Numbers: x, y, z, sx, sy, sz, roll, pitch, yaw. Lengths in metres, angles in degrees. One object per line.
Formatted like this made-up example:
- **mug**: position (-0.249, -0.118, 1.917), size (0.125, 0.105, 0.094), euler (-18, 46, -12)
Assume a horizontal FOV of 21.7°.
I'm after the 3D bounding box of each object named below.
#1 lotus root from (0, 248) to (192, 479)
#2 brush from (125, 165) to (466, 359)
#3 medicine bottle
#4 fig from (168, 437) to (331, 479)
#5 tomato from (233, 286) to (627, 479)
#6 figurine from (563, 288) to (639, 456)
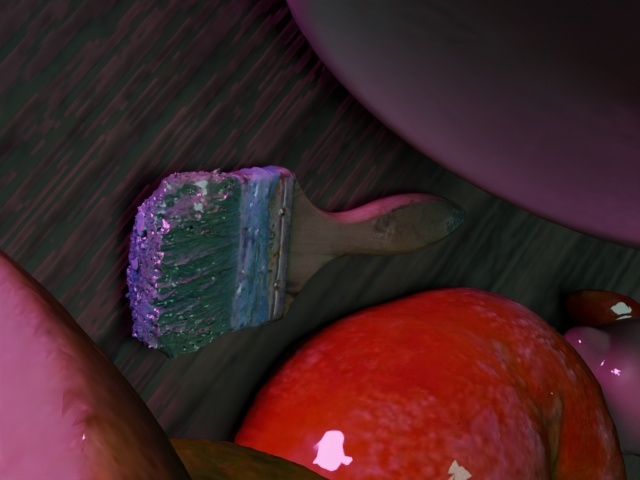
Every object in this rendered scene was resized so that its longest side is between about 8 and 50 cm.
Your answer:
- **lotus root**: position (-0.118, 0.124, 0.383), size (0.267, 0.260, 0.149), euler (-57, 136, -22)
- **brush**: position (0.000, 0.000, 0.667), size (0.196, 0.021, 0.070), euler (-10, 108, -47)
- **medicine bottle**: position (0.147, -0.174, 0.618), size (0.245, 0.245, 0.306), euler (46, 66, -44)
- **fig**: position (-0.061, 0.191, 0.556), size (0.203, 0.203, 0.235), euler (-5, 144, -48)
- **tomato**: position (0.057, 0.136, 0.710), size (0.236, 0.095, 0.237), euler (-16, 111, -46)
- **figurine**: position (0.149, 0.068, 0.817), size (0.083, 0.067, 0.071), euler (31, 55, -31)
